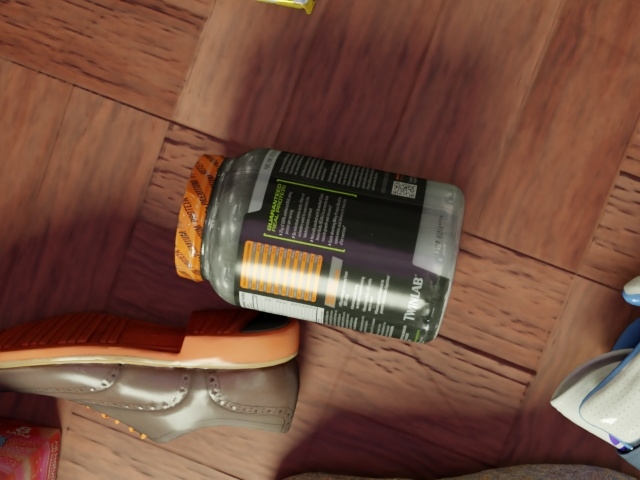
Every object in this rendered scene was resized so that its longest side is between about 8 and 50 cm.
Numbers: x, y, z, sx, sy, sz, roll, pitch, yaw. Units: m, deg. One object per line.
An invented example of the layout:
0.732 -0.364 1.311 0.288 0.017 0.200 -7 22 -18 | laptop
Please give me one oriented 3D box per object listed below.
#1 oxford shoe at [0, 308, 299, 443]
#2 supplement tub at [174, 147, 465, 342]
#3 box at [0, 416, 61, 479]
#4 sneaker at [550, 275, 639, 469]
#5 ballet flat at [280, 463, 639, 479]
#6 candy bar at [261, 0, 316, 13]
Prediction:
-0.150 0.110 0.719 0.271 0.097 0.098 -1 102 5 | oxford shoe
0.000 0.000 0.679 0.190 0.117 0.117 12 97 4 | supplement tub
-0.306 0.292 0.724 0.142 0.154 0.300 10 96 4 | box
0.275 0.175 0.679 0.236 0.130 0.323 13 101 13 | sneaker
0.103 0.228 0.700 0.316 0.106 0.107 -4 96 6 | ballet flat
-0.077 -0.201 0.714 0.161 0.018 0.040 11 101 4 | candy bar
